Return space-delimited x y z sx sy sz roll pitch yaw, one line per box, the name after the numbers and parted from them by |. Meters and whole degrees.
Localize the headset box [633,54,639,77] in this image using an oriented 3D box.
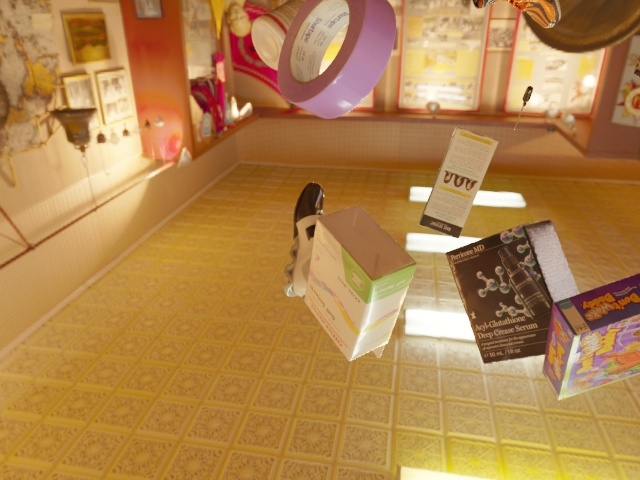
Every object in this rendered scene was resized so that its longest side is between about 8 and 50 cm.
0.725 -0.306 0.809 0.246 0.131 0.283 -16 -133 -6 | headset box

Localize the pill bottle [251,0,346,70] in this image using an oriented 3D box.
-0.055 -0.649 1.483 0.283 0.160 0.160 -40 -138 -24 | pill bottle

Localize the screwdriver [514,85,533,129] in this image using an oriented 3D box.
0.635 -0.412 1.535 0.025 0.170 0.024 -24 -122 -8 | screwdriver

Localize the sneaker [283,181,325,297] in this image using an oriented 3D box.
0.000 0.000 1.368 0.146 0.330 0.122 3 172 30 | sneaker

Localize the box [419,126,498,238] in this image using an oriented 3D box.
0.324 -0.136 1.163 0.101 0.244 0.060 21 -164 7 | box

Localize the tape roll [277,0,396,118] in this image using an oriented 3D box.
0.026 -0.401 1.025 0.090 0.274 0.275 15 -168 -39 | tape roll

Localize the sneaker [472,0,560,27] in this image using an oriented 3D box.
0.584 -0.754 1.521 0.180 0.321 0.124 -43 -177 -2 | sneaker

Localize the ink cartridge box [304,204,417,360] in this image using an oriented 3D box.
0.070 0.123 1.113 0.119 0.353 0.207 -20 -129 -27 | ink cartridge box

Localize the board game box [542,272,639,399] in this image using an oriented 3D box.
0.605 0.206 1.027 0.233 0.347 0.078 -20 -130 5 | board game box

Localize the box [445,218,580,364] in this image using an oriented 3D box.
0.638 0.168 1.587 0.212 0.395 0.293 -8 166 -42 | box
